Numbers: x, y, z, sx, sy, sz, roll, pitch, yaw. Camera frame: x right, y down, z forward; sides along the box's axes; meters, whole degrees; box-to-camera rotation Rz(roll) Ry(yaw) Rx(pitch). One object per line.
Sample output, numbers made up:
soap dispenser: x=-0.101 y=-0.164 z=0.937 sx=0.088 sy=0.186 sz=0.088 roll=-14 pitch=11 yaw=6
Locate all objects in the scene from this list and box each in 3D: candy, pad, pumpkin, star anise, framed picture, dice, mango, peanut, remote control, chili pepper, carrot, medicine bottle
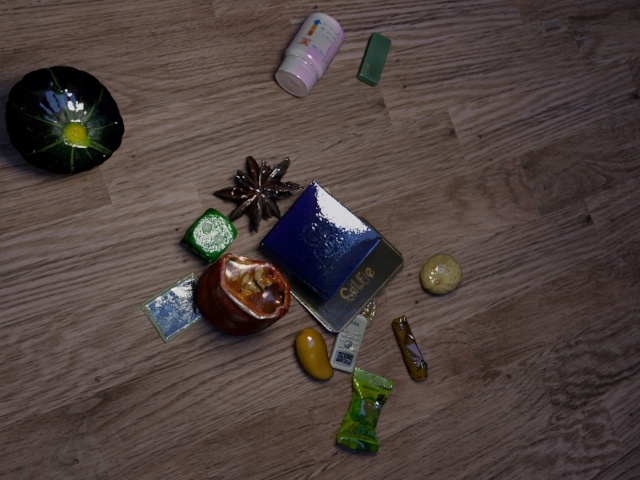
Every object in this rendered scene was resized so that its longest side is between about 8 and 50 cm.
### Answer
candy: x=0.146 y=0.551 z=1.842 sx=0.149 sy=0.069 sz=0.246 roll=19 pitch=81 yaw=-12
pad: x=0.119 y=0.120 z=1.856 sx=0.315 sy=0.063 sz=0.375 roll=44 pitch=70 yaw=3
pumpkin: x=-0.707 y=-0.336 z=1.555 sx=0.296 sy=0.296 sz=0.295 roll=3 pitch=82 yaw=-21
star anise: x=-0.193 y=-0.149 z=1.781 sx=0.212 sy=0.129 sz=0.282 roll=40 pitch=80 yaw=-5
framed picture: x=-0.422 y=0.199 z=1.702 sx=0.183 sy=0.011 sz=0.141 roll=-33 pitch=95 yaw=-22
dice: x=-0.332 y=-0.013 z=1.702 sx=0.120 sy=0.128 sz=0.131 roll=42 pitch=69 yaw=-13
mango: x=-0.021 y=0.363 z=1.798 sx=0.102 sy=0.085 sz=0.184 roll=-28 pitch=104 yaw=-24
peanut: x=0.421 y=0.120 z=1.981 sx=0.159 sy=0.109 sz=0.140 roll=-34 pitch=95 yaw=-23
remote control: x=0.091 y=0.330 z=1.856 sx=0.088 sy=0.029 sz=0.189 roll=20 pitch=84 yaw=-14
chili pepper: x=-0.214 y=0.143 z=1.630 sx=0.229 sy=0.305 sz=0.251 roll=-39 pitch=90 yaw=-30
carrot: x=0.303 y=0.364 z=1.933 sx=0.069 sy=0.069 sz=0.228 roll=-22 pitch=91 yaw=-22
medicine bottle: x=-0.036 y=-0.613 z=1.883 sx=0.152 sy=0.152 sz=0.254 roll=32 pitch=74 yaw=-14

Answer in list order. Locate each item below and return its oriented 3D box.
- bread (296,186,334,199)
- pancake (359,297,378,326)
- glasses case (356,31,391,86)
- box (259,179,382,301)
bread: x=-0.009 y=-0.113 z=1.865 sx=0.125 sy=0.082 sz=0.106 roll=-22 pitch=82 yaw=-4
pancake: x=0.128 y=0.224 z=1.900 sx=0.152 sy=0.025 sz=0.151 roll=3 pitch=82 yaw=-20
glasses case: x=0.192 y=-0.648 z=2.033 sx=0.078 sy=0.039 sz=0.184 roll=22 pitch=76 yaw=-17
box: x=0.000 y=0.000 z=1.770 sx=0.279 sy=0.116 sz=0.261 roll=40 pitch=91 yaw=-3
